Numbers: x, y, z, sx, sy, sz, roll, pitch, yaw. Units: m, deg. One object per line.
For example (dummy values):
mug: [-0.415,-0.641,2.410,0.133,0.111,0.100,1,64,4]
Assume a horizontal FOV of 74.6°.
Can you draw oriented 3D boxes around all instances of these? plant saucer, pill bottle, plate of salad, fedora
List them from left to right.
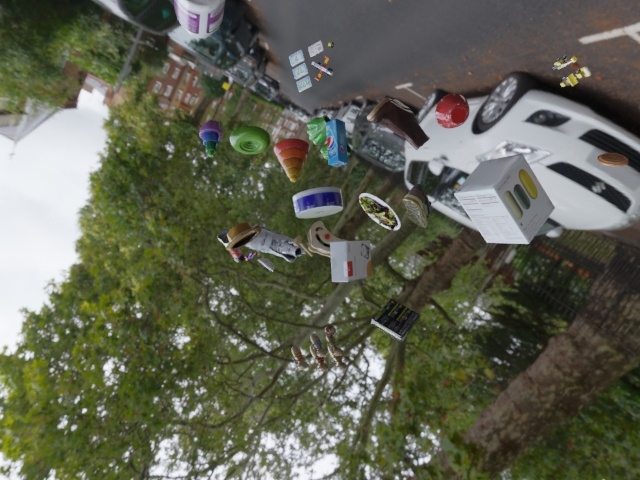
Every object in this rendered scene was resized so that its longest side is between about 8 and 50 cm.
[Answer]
pill bottle: [-0.416,-0.816,1.444,0.169,0.170,0.301,26,177,-17]
fedora: [-0.373,-0.029,1.979,0.079,0.194,0.194,56,-161,9]
plate of salad: [0.223,-0.104,1.629,0.199,0.048,0.200,39,164,13]
plant saucer: [0.921,-0.257,1.325,0.083,0.013,0.084,-6,-145,4]

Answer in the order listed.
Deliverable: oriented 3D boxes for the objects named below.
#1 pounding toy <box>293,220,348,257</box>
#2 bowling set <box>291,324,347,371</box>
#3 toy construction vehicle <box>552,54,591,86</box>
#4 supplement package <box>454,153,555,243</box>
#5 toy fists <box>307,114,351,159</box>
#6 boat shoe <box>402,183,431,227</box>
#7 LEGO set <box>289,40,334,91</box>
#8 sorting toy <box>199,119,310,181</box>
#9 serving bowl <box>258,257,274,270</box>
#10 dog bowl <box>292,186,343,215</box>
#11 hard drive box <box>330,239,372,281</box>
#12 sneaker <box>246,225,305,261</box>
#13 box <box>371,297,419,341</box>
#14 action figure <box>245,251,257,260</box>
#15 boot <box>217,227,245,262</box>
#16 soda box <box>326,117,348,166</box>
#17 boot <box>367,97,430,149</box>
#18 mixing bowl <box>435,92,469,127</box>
pounding toy: [0.000,0.000,2.252,0.269,0.154,0.155,19,158,-6]
bowling set: [0.020,0.518,2.002,0.286,0.200,0.154,2,-141,-31]
toy construction vehicle: [0.681,-0.462,1.152,0.086,0.035,0.098,47,179,-14]
supplement package: [0.691,-0.150,1.582,0.263,0.199,0.198,49,162,-18]
toy fists: [0.041,-0.537,2.252,0.279,0.142,0.096,48,-145,-27]
boat shoe: [0.301,-0.102,1.269,0.080,0.074,0.223,32,176,25]
LEGO set: [-0.036,-0.843,1.995,0.060,0.244,0.183,-16,-89,-60]
sorting toy: [-0.194,-0.263,1.307,0.365,0.127,0.126,8,-116,-32]
serving bowl: [-0.229,0.098,1.810,0.083,0.027,0.083,34,168,8]
dog bowl: [-0.012,-0.199,2.247,0.264,0.105,0.265,-9,173,-1]
hard drive box: [0.144,0.092,1.943,0.089,0.181,0.232,-3,180,34]
sneaker: [-0.247,0.019,2.317,0.210,0.138,0.365,22,-175,40]
box: [0.386,0.404,2.159,0.184,0.045,0.190,25,-136,27]
action figure: [-0.370,0.086,2.213,0.038,0.030,0.115,-4,168,-32]
boot: [-0.512,0.036,2.436,0.176,0.088,0.244,63,169,-30]
soda box: [0.078,-0.463,1.994,0.067,0.211,0.071,-12,168,43]
boot: [0.293,-0.417,1.528,0.207,0.090,0.248,51,-137,4]
mixing bowl: [0.693,-0.655,2.160,0.181,0.182,0.098,26,-157,-19]
